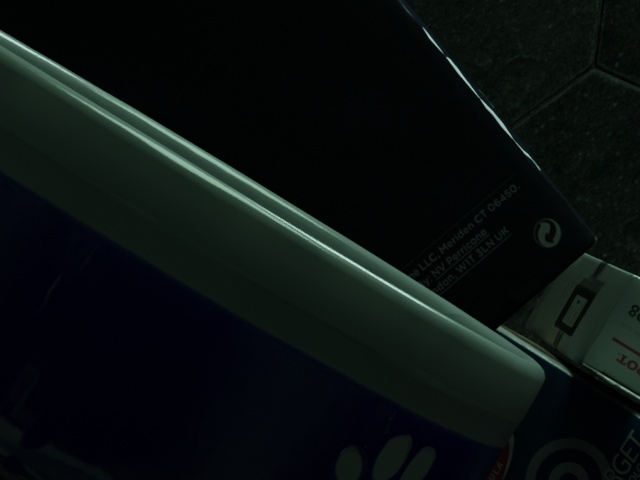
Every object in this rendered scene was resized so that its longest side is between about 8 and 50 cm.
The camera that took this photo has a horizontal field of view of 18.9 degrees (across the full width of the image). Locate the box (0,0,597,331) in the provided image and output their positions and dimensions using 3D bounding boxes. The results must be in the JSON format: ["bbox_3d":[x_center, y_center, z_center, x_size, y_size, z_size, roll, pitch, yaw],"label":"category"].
[{"bbox_3d":[-0.033,-0.067,1.047,0.294,0.183,0.296,49,-2,-8],"label":"box"}]

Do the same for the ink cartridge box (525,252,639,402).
[{"bbox_3d":[0.192,0.063,1.100,0.104,0.060,0.180,31,2,-9],"label":"ink cartridge box"}]

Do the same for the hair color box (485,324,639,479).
[{"bbox_3d":[0.209,0.171,1.089,0.347,0.105,0.174,31,1,24],"label":"hair color box"}]

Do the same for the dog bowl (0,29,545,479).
[{"bbox_3d":[-0.063,0.018,0.640,0.265,0.104,0.265,31,2,-1],"label":"dog bowl"}]
